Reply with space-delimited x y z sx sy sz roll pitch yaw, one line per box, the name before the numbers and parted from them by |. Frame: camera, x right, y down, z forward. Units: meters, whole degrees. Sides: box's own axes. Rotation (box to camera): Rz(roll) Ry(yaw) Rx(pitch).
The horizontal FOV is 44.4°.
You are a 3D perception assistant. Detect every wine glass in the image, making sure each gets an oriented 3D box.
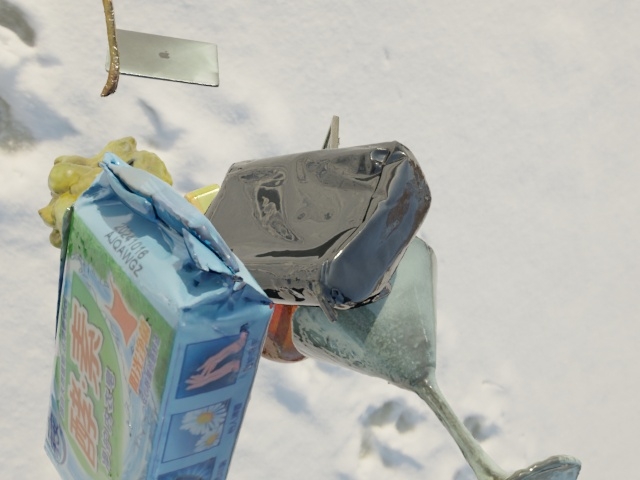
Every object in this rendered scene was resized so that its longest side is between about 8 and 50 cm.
wine glass | 0.154 0.215 1.104 0.267 0.406 0.267 -18 137 -18

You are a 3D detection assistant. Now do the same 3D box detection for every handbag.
handbag | -0.021 0.014 1.054 0.178 0.302 0.275 53 48 -39

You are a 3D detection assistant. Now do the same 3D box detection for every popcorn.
popcorn | -0.382 -0.064 1.431 0.286 0.252 0.215 -93 167 -51

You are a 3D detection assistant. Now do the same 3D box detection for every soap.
soap | -0.118 0.092 0.529 0.077 0.156 0.293 -9 126 -39

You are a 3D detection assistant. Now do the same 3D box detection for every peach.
peach | -0.081 0.149 1.720 0.244 0.199 0.243 -1 92 -24

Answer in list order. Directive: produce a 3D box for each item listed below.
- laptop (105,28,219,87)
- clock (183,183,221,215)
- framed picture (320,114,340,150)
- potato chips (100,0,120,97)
laptop | -0.383 -0.447 1.915 0.269 0.187 0.015 5 136 -15
clock | -0.271 -0.038 1.862 0.096 0.143 0.202 -26 172 -21
framed picture | 0.002 -0.084 1.558 0.208 0.019 0.281 112 -14 -47
potato chips | -0.390 -0.364 1.452 0.037 0.026 0.203 -1 87 -15
